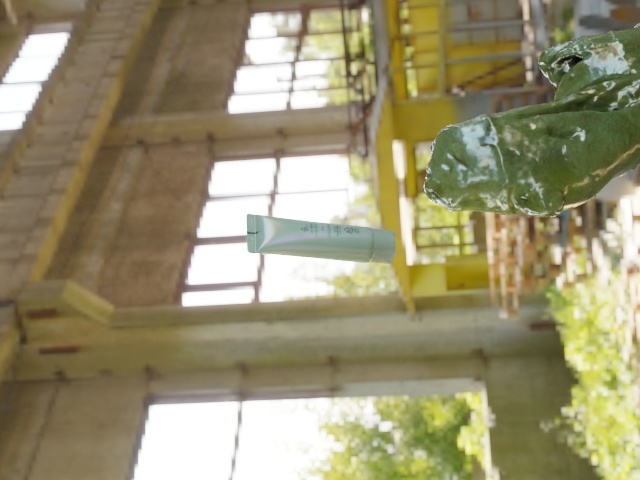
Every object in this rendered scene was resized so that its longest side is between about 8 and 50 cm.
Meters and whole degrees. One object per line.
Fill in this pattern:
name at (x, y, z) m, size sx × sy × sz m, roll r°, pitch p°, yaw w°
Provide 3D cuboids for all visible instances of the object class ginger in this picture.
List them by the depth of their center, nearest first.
ginger at (0.206, -0.100, 0.915) m, size 0.290 × 0.137 × 0.089 m, roll -41°, pitch -27°, yaw -24°

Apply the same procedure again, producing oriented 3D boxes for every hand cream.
hand cream at (0.000, 0.000, 1.613) m, size 0.078 × 0.205 × 0.050 m, roll -94°, pitch 14°, yaw -44°
